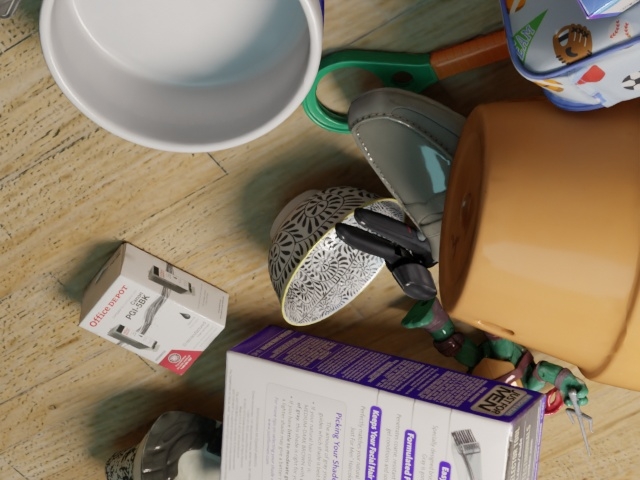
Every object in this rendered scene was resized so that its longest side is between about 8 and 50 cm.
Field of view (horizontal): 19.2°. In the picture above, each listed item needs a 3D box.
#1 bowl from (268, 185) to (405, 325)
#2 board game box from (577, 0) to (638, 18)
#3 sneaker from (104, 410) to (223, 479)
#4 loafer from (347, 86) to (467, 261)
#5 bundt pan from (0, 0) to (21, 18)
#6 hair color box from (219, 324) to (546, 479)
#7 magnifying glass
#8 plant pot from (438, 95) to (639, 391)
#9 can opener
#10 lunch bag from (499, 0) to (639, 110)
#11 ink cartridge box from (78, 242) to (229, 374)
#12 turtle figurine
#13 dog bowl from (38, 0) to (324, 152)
[{"bbox_3d":[0.000,0.000,1.969,0.080,0.170,0.170,43,135,25],"label":"bowl"},{"bbox_3d":[0.231,-0.386,1.508,0.233,0.078,0.347,-32,83,27],"label":"board game box"},{"bbox_3d":[-0.089,0.329,2.277,0.410,0.158,0.182,37,154,-28],"label":"sneaker"},{"bbox_3d":[0.144,-0.032,1.904,0.319,0.111,0.112,39,140,-27],"label":"loafer"},{"bbox_3d":[-0.373,-0.318,1.642,0.330,0.124,0.331,9,121,15],"label":"bundt pan"},{"bbox_3d":[0.062,0.224,2.046,0.338,0.110,0.185,14,111,26],"label":"hair color box"},{"bbox_3d":[0.090,-0.166,1.878,0.231,0.026,0.092,-15,129,18],"label":"magnifying glass"},{"bbox_3d":[0.229,-0.015,1.759,0.203,0.291,0.291,8,131,-7],"label":"plant pot"},{"bbox_3d":[0.074,0.003,1.929,0.059,0.073,0.186,-42,147,8],"label":"can opener"},{"bbox_3d":[0.297,-0.261,1.640,0.303,0.243,0.115,-19,152,25],"label":"lunch bag"},{"bbox_3d":[-0.184,0.076,2.081,0.135,0.056,0.099,27,128,-19],"label":"ink cartridge box"},{"bbox_3d":[0.195,0.157,2.090,0.175,0.118,0.234,-28,110,9],"label":"turtle figurine"},{"bbox_3d":[-0.128,-0.216,1.792,0.265,0.104,0.265,2,131,2],"label":"dog bowl"}]
